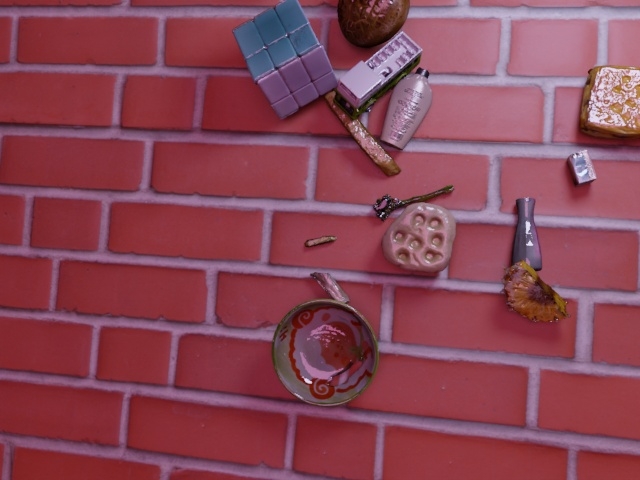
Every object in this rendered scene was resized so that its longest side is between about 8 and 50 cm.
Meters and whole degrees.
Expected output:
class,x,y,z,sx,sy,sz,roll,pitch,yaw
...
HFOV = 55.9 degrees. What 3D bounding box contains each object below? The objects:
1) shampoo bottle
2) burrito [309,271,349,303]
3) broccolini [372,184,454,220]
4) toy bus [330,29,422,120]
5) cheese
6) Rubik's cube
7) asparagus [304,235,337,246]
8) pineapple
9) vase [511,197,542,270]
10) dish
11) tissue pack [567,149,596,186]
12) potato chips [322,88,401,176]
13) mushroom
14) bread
class,x,y,z,sx,sy,sz,roll,pitch,yaw
shampoo bottle,0.269,-0.412,1.865,0.127,0.078,0.257,25,92,6
burrito,0.032,0.145,1.890,0.055,0.041,0.149,-44,80,18
broccolini,0.287,-0.129,1.876,0.254,0.071,0.057,-17,42,2
toy bus,0.176,-0.508,1.835,0.301,0.139,0.113,-43,81,-13
cheese,0.302,0.000,1.816,0.235,0.117,0.218,-26,85,9
Rubik's cube,-0.101,-0.556,1.841,0.224,0.221,0.231,-27,65,7
asparagus,0.000,0.001,1.914,0.108,0.021,0.025,-12,84,9
pineapple,0.603,0.164,1.755,0.233,0.079,0.135,42,122,-10
vase,0.609,-0.017,1.787,0.086,0.086,0.214,0,82,10
dish,0.019,0.331,1.844,0.324,0.124,0.324,0,93,7
tissue pack,0.767,-0.213,1.773,0.058,0.074,0.094,-16,81,11
potato chips,0.107,-0.363,1.894,0.057,0.080,0.407,-39,80,16
mushroom,0.152,-0.715,1.843,0.253,0.153,0.253,4,95,47
bread,0.885,-0.395,1.755,0.235,0.099,0.210,11,86,16
